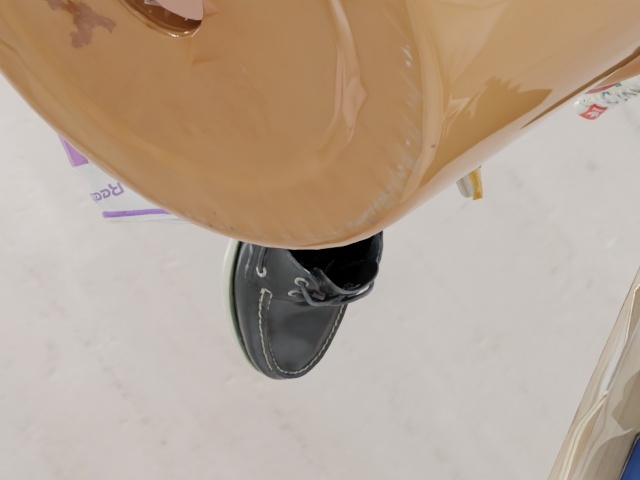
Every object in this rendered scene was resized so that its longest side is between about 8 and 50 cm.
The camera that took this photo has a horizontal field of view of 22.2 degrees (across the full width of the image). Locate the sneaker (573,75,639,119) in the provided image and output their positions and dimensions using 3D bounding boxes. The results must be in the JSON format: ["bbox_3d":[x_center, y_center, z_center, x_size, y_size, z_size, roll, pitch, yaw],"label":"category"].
[{"bbox_3d":[0.293,-0.150,1.610,0.161,0.057,0.075,24,92,53],"label":"sneaker"}]

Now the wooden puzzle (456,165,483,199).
[{"bbox_3d":[0.058,-0.065,0.790,0.014,0.079,0.116,-15,129,13],"label":"wooden puzzle"}]

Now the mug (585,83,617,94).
[{"bbox_3d":[0.190,-0.181,0.957,0.113,0.169,0.150,21,71,-16],"label":"mug"}]

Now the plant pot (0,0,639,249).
[{"bbox_3d":[0.005,-0.134,0.527,0.290,0.203,0.291,26,145,20],"label":"plant pot"}]

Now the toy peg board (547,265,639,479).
[{"bbox_3d":[0.171,0.095,0.568,0.160,0.161,0.079,38,153,-21],"label":"toy peg board"}]

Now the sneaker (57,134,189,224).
[{"bbox_3d":[-0.055,-0.098,1.136,0.102,0.282,0.161,-5,109,59],"label":"sneaker"}]

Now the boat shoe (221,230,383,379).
[{"bbox_3d":[0.004,-0.001,1.409,0.113,0.127,0.340,42,128,41],"label":"boat shoe"}]
